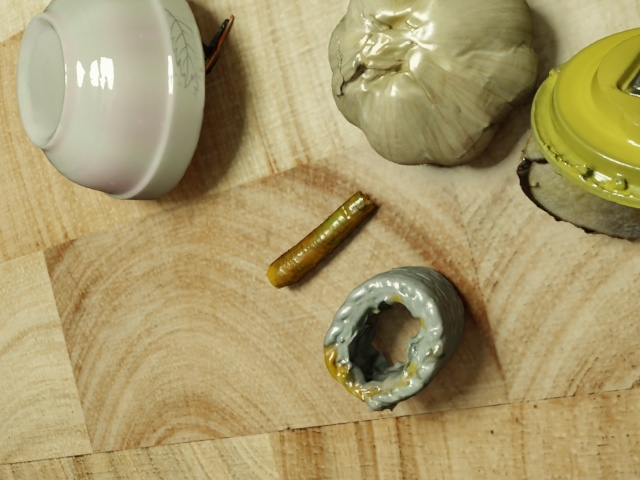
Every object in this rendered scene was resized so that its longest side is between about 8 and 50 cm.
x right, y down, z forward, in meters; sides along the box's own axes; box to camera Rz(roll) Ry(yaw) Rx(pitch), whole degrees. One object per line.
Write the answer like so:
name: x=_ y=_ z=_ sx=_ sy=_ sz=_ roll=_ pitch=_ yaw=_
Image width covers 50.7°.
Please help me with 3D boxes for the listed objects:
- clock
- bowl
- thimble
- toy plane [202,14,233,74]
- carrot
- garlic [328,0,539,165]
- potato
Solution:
clock: x=0.302 y=-0.124 z=0.580 sx=0.237 sy=0.237 sz=0.057 roll=12 pitch=144 yaw=25
bowl: x=-0.278 y=-0.192 z=0.840 sx=0.287 sy=0.144 sz=0.287 roll=4 pitch=96 yaw=47
thimble: x=0.086 y=0.104 z=0.757 sx=0.127 sy=0.118 sz=0.151 roll=46 pitch=112 yaw=15
toy plane: x=-0.173 y=-0.215 z=0.881 sx=0.135 sy=0.062 sz=0.188 roll=42 pitch=111 yaw=41
carrot: x=0.000 y=0.000 z=0.833 sx=0.170 sy=0.042 sz=0.042 roll=-43 pitch=77 yaw=21
garlic: x=0.105 y=-0.188 z=0.698 sx=0.228 sy=0.152 sz=0.228 roll=1 pitch=93 yaw=22
potato: x=0.320 y=-0.075 z=0.654 sx=0.261 sy=0.100 sz=0.120 roll=-3 pitch=134 yaw=13
